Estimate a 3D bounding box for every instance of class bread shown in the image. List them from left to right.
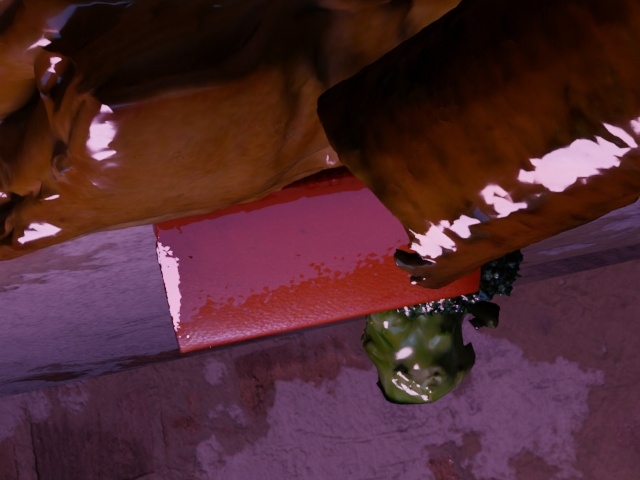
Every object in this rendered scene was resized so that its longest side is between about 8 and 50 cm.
[{"bbox_3d":[-0.064,-0.104,0.704,0.370,0.191,0.314,-6,169,-28],"label":"bread"}]

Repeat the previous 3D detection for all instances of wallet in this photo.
[{"bbox_3d":[0.000,0.000,0.871,0.204,0.045,0.142,-11,137,-5],"label":"wallet"}]

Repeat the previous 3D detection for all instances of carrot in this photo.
[{"bbox_3d":[0.117,-0.072,0.507,0.114,0.114,0.302,0,159,-43],"label":"carrot"}]

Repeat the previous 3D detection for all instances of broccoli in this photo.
[{"bbox_3d":[0.071,-0.004,1.136,0.297,0.297,0.297,-16,-150,10],"label":"broccoli"}]
